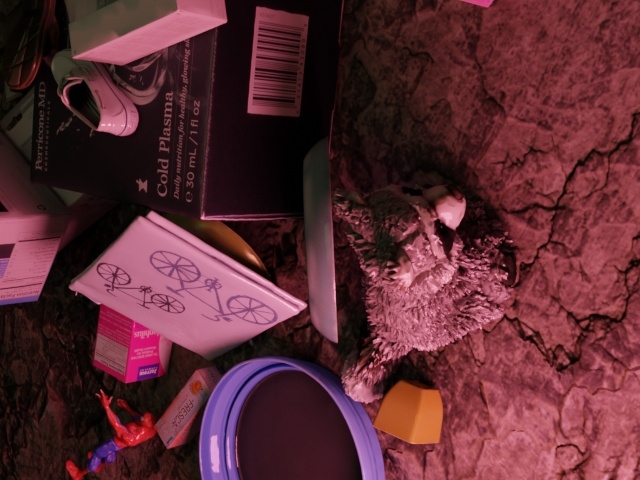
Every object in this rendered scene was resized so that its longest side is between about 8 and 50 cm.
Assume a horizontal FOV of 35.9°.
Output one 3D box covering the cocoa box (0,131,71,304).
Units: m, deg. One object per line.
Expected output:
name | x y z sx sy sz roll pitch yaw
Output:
cocoa box | -0.707 -0.055 1.972 0.347 0.231 0.228 44 120 29

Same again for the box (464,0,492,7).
box | 0.142 -0.453 1.387 0.213 0.243 0.117 52 123 26

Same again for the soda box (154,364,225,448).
soda box | -0.242 0.318 1.882 0.058 0.063 0.183 54 124 24

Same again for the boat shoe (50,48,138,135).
boat shoe | -0.378 -0.244 1.572 0.226 0.076 0.083 37 117 33

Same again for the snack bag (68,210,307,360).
snack bag | -0.239 0.094 1.722 0.342 0.323 0.037 -35 31 50

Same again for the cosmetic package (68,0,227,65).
cosmetic package | -0.257 -0.321 1.450 0.239 0.099 0.060 -11 86 39

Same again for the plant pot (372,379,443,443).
plant pot | 0.144 0.263 1.542 0.081 0.081 0.083 18 92 39

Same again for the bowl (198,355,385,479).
bowl | -0.053 0.391 1.717 0.391 0.077 0.391 3 95 40

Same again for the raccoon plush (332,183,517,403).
raccoon plush | 0.097 0.102 1.423 0.216 0.299 0.446 35 115 33

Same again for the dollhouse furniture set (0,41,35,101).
dollhouse furniture set | -0.755 -0.382 2.119 0.198 0.302 0.151 -14 81 38

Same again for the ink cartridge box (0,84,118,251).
ink cartridge box | -0.562 -0.157 2.081 0.309 0.130 0.271 -32 73 37

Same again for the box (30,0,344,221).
box | -0.236 -0.302 1.692 0.472 0.297 0.479 12 101 41

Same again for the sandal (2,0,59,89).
sandal | -0.476 -0.358 1.673 0.090 0.060 0.219 8 84 37

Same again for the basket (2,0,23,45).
basket | -0.546 -0.445 2.042 0.227 0.154 0.204 -9 85 44

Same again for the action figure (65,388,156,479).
action figure | -0.436 0.385 2.032 0.280 0.091 0.139 -33 81 37

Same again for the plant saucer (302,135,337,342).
plant saucer | 0.000 0.000 1.519 0.044 0.317 0.317 -3 91 1

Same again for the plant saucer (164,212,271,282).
plant saucer | -0.192 0.043 1.745 0.241 0.037 0.241 28 149 19

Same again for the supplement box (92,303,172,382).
supplement box | -0.360 0.153 1.941 0.114 0.111 0.220 21 107 37
